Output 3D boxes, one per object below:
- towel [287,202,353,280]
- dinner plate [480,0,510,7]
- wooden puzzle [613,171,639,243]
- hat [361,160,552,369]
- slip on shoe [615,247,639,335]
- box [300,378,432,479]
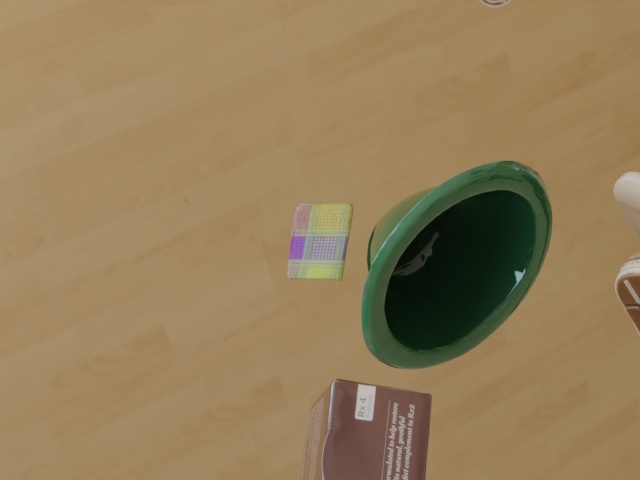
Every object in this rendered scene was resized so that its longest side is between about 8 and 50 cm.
[{"bbox_3d":[0.000,0.000,0.952,0.009,0.060,0.083,55,39,-60],"label":"towel"},{"bbox_3d":[0.249,-0.399,1.371,0.141,0.017,0.141,-21,122,-37],"label":"dinner plate"},{"bbox_3d":[0.610,0.038,1.423,0.080,0.322,0.348,-52,141,-8],"label":"wooden puzzle"},{"bbox_3d":[0.059,-0.017,0.766,0.173,0.183,0.208,-30,138,-15],"label":"hat"},{"bbox_3d":[0.199,0.056,0.523,0.041,0.051,0.135,-47,114,-34],"label":"slip on shoe"},{"bbox_3d":[0.052,0.317,1.386,0.143,0.381,0.191,8,76,-1],"label":"box"}]
